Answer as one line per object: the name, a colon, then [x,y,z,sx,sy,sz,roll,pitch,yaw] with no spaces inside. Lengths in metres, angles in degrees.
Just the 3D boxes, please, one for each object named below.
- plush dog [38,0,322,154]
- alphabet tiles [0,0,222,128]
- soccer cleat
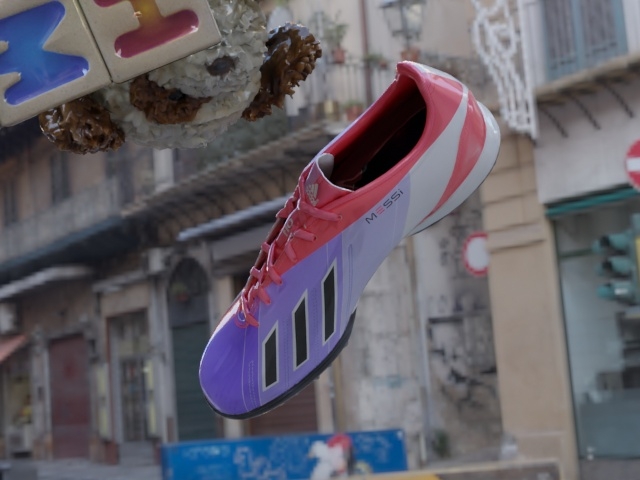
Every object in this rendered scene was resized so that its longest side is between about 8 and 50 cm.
plush dog: [-0.102,-0.165,0.764,0.263,0.225,0.211,-17,35,-35]
alphabet tiles: [-0.205,-0.182,0.531,0.343,0.285,0.011,-23,8,-4]
soccer cleat: [0.000,0.000,0.878,0.318,0.108,0.116,-48,-37,7]
